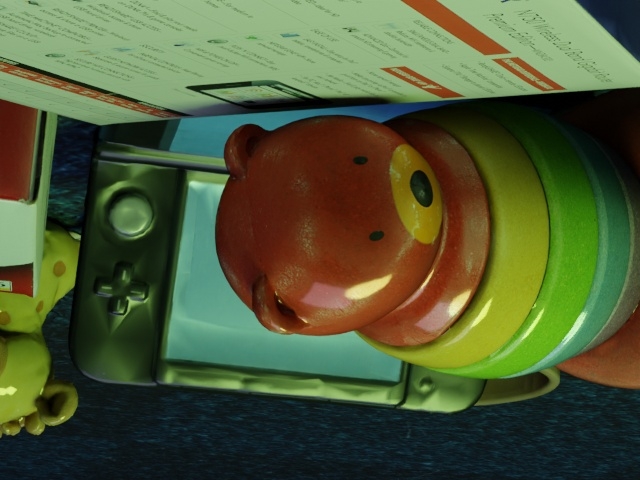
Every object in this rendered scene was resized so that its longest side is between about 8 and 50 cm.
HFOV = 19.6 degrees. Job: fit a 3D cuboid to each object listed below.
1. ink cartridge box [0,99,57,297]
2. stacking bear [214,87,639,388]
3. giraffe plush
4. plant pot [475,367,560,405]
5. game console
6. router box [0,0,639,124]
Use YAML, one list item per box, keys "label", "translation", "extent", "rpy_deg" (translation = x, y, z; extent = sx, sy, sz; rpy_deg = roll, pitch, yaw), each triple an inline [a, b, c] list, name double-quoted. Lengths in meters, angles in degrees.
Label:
- label: "ink cartridge box"
  translation: [-0.305, -0.073, 1.026]
  extent: [0.309, 0.130, 0.272]
  rpy_deg: [5, 163, -7]
- label: "stacking bear"
  translation: [0.069, -0.003, 0.988]
  extent: [0.164, 0.175, 0.289]
  rpy_deg: [-15, 167, 43]
- label: "giraffe plush"
  translation: [-0.262, 0.064, 1.432]
  extent: [0.210, 0.170, 0.181]
  rpy_deg: [11, 162, -28]
- label: "plant pot"
  translation: [0.071, 0.058, 1.467]
  extent: [0.237, 0.110, 0.237]
  rpy_deg: [3, 164, 1]
- label: "game console"
  translation: [0.000, 0.000, 1.180]
  extent: [0.293, 0.250, 0.173]
  rpy_deg: [6, -169, -11]
- label: "router box"
  translation: [-0.029, -0.116, 0.786]
  extent: [0.301, 0.082, 0.335]
  rpy_deg: [-3, 175, 18]
